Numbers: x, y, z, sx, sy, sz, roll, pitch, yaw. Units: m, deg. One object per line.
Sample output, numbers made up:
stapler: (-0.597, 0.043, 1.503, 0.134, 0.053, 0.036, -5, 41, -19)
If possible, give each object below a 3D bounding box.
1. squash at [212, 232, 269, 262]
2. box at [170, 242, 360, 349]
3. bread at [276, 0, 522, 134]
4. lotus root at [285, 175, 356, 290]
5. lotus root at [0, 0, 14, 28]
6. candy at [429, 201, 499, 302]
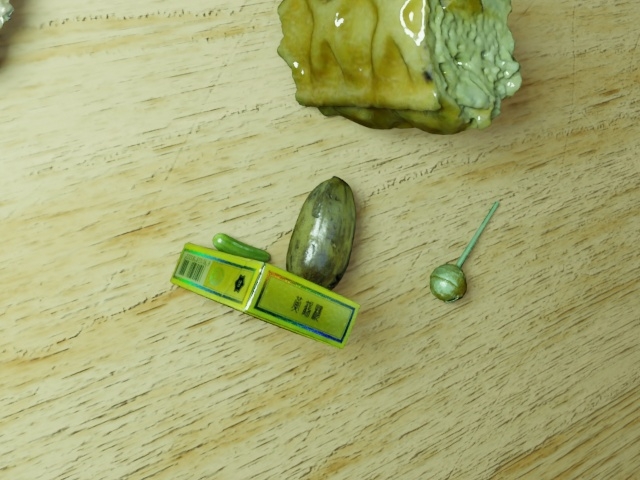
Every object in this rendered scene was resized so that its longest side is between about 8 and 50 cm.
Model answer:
squash: (-0.105, 0.013, 0.971, 0.089, 0.027, 0.027, 24, 85, -32)
box: (-0.073, 0.063, 0.882, 0.141, 0.220, 0.064, 26, 83, -31)
bread: (0.100, -0.241, 0.934, 0.239, 0.252, 0.195, 19, 83, -37)
lotus root: (0.000, 0.000, 1.000, 0.089, 0.081, 0.179, 20, 83, -53)
lotus root: (-0.382, -0.286, 0.734, 0.170, 0.074, 0.260, 8, 92, -29)
candy: (0.239, 0.014, 1.171, 0.061, 0.061, 0.202, 49, 64, -27)
